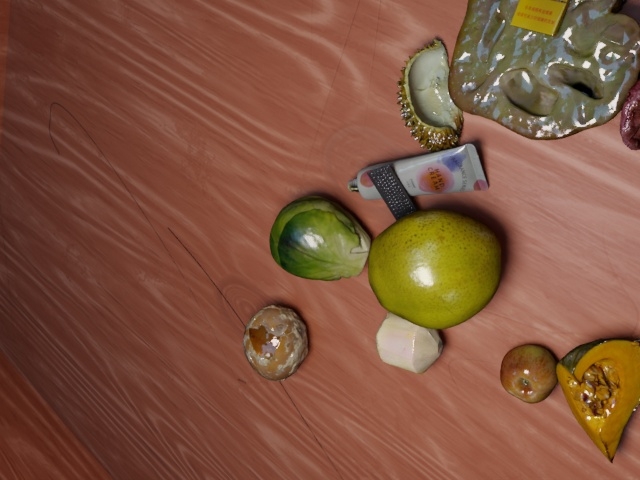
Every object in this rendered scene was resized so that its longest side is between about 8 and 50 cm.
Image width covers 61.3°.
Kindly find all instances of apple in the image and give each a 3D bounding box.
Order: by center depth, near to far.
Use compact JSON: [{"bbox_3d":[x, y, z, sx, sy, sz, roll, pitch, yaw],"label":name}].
[{"bbox_3d":[0.464,0.295,1.205,0.126,0.102,0.126,9,107,33],"label":"apple"}]

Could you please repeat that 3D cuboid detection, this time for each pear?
[{"bbox_3d":[0.256,0.060,1.192,0.294,0.294,0.294,10,108,33],"label":"pear"}]

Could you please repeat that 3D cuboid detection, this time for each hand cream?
[{"bbox_3d":[0.214,-0.147,1.276,0.341,0.077,0.124,-4,128,36],"label":"hand cream"}]

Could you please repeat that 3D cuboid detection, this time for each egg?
[{"bbox_3d":[-0.130,0.301,1.572,0.195,0.195,0.233,19,111,30],"label":"egg"}]

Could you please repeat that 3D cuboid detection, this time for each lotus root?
[{"bbox_3d":[0.424,-0.378,1.057,0.375,0.111,0.390,-30,84,40],"label":"lotus root"}]

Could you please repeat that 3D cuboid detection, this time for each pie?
[{"bbox_3d":[0.593,-0.232,0.962,0.153,0.154,0.038,-68,30,27],"label":"pie"}]

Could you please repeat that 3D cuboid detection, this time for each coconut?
[{"bbox_3d":[0.228,0.249,1.335,0.153,0.147,0.147,9,107,31],"label":"coconut"}]

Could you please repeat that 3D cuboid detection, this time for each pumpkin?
[{"bbox_3d":[0.598,0.299,1.128,0.163,0.111,0.278,-29,108,-2],"label":"pumpkin"}]

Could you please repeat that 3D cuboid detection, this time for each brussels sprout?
[{"bbox_3d":[0.000,0.000,1.400,0.271,0.210,0.219,20,119,13],"label":"brussels sprout"}]

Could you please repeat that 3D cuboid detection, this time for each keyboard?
[{"bbox_3d":[0.187,-0.092,1.294,0.067,0.011,0.202,-17,121,35],"label":"keyboard"}]

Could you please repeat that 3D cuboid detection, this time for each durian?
[{"bbox_3d":[0.239,-0.313,1.207,0.139,0.144,0.252,-17,87,15],"label":"durian"}]

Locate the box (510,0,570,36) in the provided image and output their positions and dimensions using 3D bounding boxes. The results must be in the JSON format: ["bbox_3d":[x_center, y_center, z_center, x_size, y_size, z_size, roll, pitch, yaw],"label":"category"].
[{"bbox_3d":[0.411,-0.456,0.968,0.087,0.023,0.155,33,118,33],"label":"box"}]
